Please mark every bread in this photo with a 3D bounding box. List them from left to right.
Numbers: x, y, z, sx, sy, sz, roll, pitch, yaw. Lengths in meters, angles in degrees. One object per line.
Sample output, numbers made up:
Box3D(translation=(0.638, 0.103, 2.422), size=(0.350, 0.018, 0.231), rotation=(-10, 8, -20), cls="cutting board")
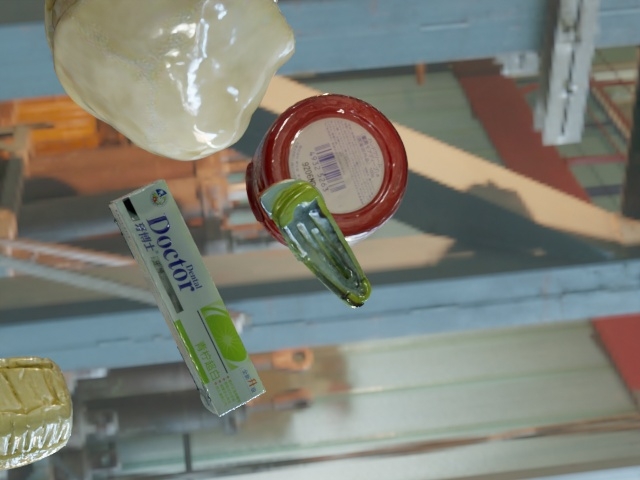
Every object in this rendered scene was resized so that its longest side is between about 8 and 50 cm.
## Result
Box3D(translation=(-0.438, 0.227, 1.500), size=(0.140, 0.236, 0.106), rotation=(59, -40, 42), cls="bread")

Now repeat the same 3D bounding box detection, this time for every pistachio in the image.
Box3D(translation=(-0.146, -0.210, 1.139), size=(0.321, 0.238, 0.229), rotation=(106, -33, -65), cls="pistachio")

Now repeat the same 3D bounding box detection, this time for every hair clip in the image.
Box3D(translation=(0.000, 0.000, 1.206), size=(0.033, 0.060, 0.188), rotation=(34, -17, 53), cls="hair clip")

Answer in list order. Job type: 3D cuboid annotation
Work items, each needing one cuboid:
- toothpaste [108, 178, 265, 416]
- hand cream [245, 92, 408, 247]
Box3D(translation=(-0.189, 0.082, 1.646), size=(0.336, 0.081, 0.067), rotation=(65, -16, -7), cls="toothpaste")
Box3D(translation=(0.008, -0.082, 1.464), size=(0.125, 0.193, 0.193), rotation=(138, -54, -72), cls="hand cream")
